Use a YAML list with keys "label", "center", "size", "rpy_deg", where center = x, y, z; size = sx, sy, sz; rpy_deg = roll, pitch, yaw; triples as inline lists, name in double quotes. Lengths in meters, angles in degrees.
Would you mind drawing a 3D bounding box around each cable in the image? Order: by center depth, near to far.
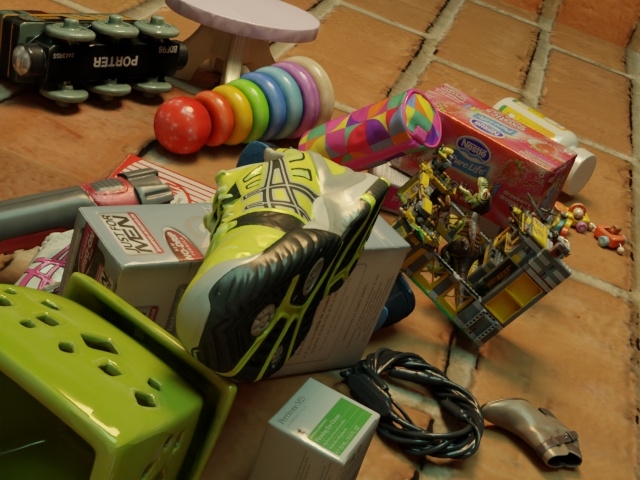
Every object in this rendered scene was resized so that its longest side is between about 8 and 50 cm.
- label: "cable"
  center: [0.118, 0.194, 1.280]
  size: [0.150, 0.047, 0.184]
  rpy_deg: [-5, 33, -47]

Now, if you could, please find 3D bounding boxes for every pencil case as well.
- label: "pencil case"
  center: [0.071, -0.151, 1.672]
  size: [0.104, 0.236, 0.104]
  rpy_deg: [22, 59, -41]

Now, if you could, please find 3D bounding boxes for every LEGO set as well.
- label: "LEGO set"
  center: [0.230, -0.026, 1.503]
  size: [0.255, 0.192, 0.331]
  rpy_deg: [48, 22, 1]

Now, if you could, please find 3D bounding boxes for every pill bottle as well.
- label: "pill bottle"
  center: [0.410, -0.174, 2.051]
  size: [0.208, 0.117, 0.117]
  rpy_deg: [36, 32, 29]

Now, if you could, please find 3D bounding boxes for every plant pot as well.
- label: "plant pot"
  center: [-0.216, 0.168, 0.918]
  size: [0.228, 0.227, 0.207]
  rpy_deg: [32, 23, 21]

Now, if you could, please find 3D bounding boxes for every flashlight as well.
- label: "flashlight"
  center: [-0.321, -0.009, 1.263]
  size: [0.304, 0.103, 0.103]
  rpy_deg: [-16, 81, -31]

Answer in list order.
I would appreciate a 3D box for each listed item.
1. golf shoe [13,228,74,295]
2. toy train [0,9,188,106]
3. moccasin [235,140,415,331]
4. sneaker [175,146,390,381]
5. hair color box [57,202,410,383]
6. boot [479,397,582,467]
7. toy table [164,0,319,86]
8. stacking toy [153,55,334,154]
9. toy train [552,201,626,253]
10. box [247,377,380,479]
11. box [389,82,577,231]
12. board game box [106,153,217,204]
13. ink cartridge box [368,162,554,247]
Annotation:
- label: "golf shoe"
  center: [-0.289, 0.037, 1.199]
  size: [0.186, 0.067, 0.086]
  rpy_deg: [-32, 60, -15]
- label: "toy train"
  center: [-0.378, -0.313, 1.778]
  size: [0.190, 0.142, 0.334]
  rpy_deg: [27, 26, 34]
- label: "moccasin"
  center: [0.000, 0.000, 1.486]
  size: [0.117, 0.137, 0.342]
  rpy_deg: [-2, 49, -44]
- label: "sneaker"
  center: [-0.058, 0.011, 1.030]
  size: [0.147, 0.145, 0.385]
  rpy_deg: [26, 22, 9]
- label: "hair color box"
  center: [-0.098, 0.060, 1.218]
  size: [0.374, 0.185, 0.113]
  rpy_deg: [-4, 37, -38]
- label: "boot"
  center: [0.255, 0.232, 1.296]
  size: [0.118, 0.042, 0.087]
  rpy_deg: [7, 32, -22]
- label: "toy table"
  center: [-0.155, -0.347, 1.949]
  size: [0.274, 0.161, 0.252]
  rpy_deg: [16, 28, -7]
- label: "stacking toy"
  center: [-0.130, -0.211, 1.759]
  size: [0.141, 0.141, 0.330]
  rpy_deg: [36, 35, 28]
- label: "toy train"
  center: [0.455, -0.028, 1.892]
  size: [0.166, 0.046, 0.125]
  rpy_deg: [1, 33, -33]
- label: "box"
  center: [-0.008, 0.214, 1.089]
  size: [0.087, 0.102, 0.101]
  rpy_deg: [26, 29, 15]
- label: "box"
  center: [0.257, -0.131, 1.734]
  size: [0.257, 0.128, 0.122]
  rpy_deg: [32, 32, 21]
- label: "board game box"
  center: [-0.200, -0.029, 1.442]
  size: [0.193, 0.045, 0.147]
  rpy_deg: [22, 37, 5]
- label: "ink cartridge box"
  center: [0.231, -0.076, 1.817]
  size: [0.311, 0.065, 0.186]
  rpy_deg: [15, 29, -3]
